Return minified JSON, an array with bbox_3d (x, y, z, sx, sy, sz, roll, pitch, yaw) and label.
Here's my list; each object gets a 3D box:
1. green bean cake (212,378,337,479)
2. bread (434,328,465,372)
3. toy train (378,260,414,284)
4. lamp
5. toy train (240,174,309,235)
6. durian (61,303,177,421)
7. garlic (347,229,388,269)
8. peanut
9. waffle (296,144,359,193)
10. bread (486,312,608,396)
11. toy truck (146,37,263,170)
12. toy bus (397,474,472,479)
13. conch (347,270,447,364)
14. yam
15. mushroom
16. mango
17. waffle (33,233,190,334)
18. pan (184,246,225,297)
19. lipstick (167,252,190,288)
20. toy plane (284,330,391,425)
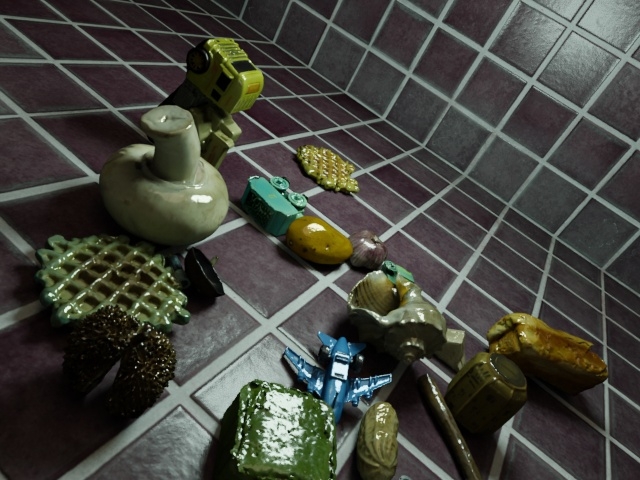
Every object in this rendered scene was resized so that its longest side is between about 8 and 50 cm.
[{"bbox_3d":[-0.074,0.365,0.901,0.200,0.113,0.214,21,30,-16],"label":"green bean cake"},{"bbox_3d":[0.342,0.309,1.463,0.152,0.105,0.077,7,21,24],"label":"bread"},{"bbox_3d":[0.234,0.150,1.550,0.132,0.083,0.200,28,32,-19],"label":"toy train"},{"bbox_3d":[0.405,0.377,1.251,0.161,0.185,0.161,25,30,-16],"label":"lamp"},{"bbox_3d":[-0.144,-0.112,1.581,0.203,0.112,0.163,42,37,21],"label":"toy train"},{"bbox_3d":[-0.331,0.198,0.848,0.195,0.196,0.167,21,42,-16],"label":"durian"},{"bbox_3d":[0.152,0.024,1.644,0.159,0.102,0.147,-5,44,-47],"label":"garlic"},{"bbox_3d":[0.118,0.408,1.037,0.083,0.094,0.194,4,32,8],"label":"peanut"},{"bbox_3d":[0.036,-0.293,2.074,0.281,0.058,0.301,7,38,-34],"label":"waffle"},{"bbox_3d":[0.690,0.345,1.559,0.343,0.195,0.149,23,50,-13],"label":"bread"},{"bbox_3d":[-0.341,-0.392,1.538,0.254,0.405,0.181,41,30,-1],"label":"toy truck"},{"bbox_3d":[0.211,0.523,0.936,0.342,0.097,0.138,17,34,-23],"label":"toy bus"},{"bbox_3d":[0.182,0.205,1.321,0.262,0.187,0.324,19,16,-9],"label":"conch"},{"bbox_3d":[0.310,0.457,1.184,0.045,0.045,0.327,-6,41,-14],"label":"yam"},{"bbox_3d":[-0.389,-0.125,1.240,0.315,0.315,0.356,37,-5,11],"label":"mushroom"},{"bbox_3d":[0.000,0.000,1.528,0.227,0.109,0.147,14,45,-28],"label":"mango"},{"bbox_3d":[-0.431,0.090,1.055,0.291,0.056,0.309,2,40,-41],"label":"waffle"},{"bbox_3d":[-0.271,0.086,1.216,0.129,0.048,0.202,61,1,12],"label":"pan"},{"bbox_3d":[-0.340,0.064,1.202,0.037,0.037,0.116,4,36,-39],"label":"lipstick"},{"bbox_3d":[0.035,0.303,1.117,0.253,0.105,0.271,15,26,0],"label":"toy plane"}]
